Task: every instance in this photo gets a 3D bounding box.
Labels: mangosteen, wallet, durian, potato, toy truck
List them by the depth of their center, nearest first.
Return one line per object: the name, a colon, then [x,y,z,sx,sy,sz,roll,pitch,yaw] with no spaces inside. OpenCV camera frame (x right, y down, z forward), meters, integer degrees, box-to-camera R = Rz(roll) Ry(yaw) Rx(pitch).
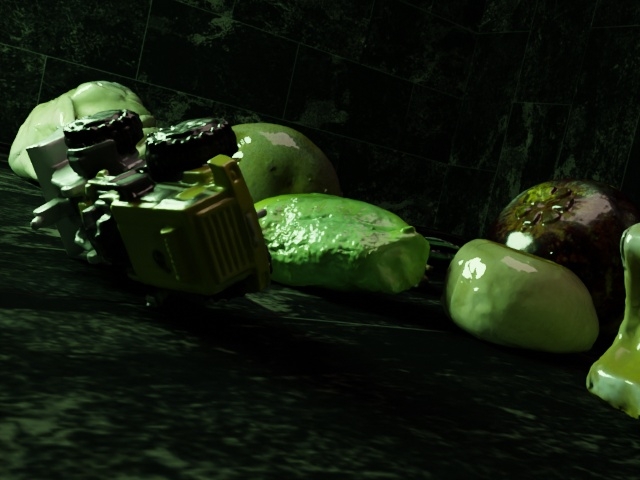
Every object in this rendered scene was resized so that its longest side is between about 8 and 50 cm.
toy truck: [-0.148,-0.026,0.585,0.286,0.136,0.111,10,32,43]
durian: [0.000,0.000,0.808,0.250,0.101,0.139,16,6,34]
mangosteen: [0.301,0.036,0.900,0.217,0.192,0.192,54,-17,-27]
potato: [-0.074,-0.085,1.181,0.235,0.178,0.160,39,28,2]
wallet: [0.127,0.010,1.396,0.236,0.055,0.160,11,-2,-16]

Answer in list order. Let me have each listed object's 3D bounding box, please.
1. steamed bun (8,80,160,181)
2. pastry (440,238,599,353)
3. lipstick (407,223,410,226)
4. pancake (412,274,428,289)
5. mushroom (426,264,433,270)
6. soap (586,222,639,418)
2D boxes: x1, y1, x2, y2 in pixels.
steamed bun: [-0.385,-0.181,1.361,0.280,0.207,0.268,18,6,37]
pastry: [0.194,0.057,0.737,0.156,0.092,0.156,18,10,-3]
lipstick: [0.116,-0.050,2.024,0.274,0.061,0.068,10,12,-20]
pancake: [0.038,0.028,1.038,0.235,0.029,0.212,11,4,-21]
mushroom: [0.141,0.038,1.257,0.101,0.019,0.049,10,6,-22]
soap: [0.380,0.092,0.429,0.293,0.156,0.335,5,7,-30]
